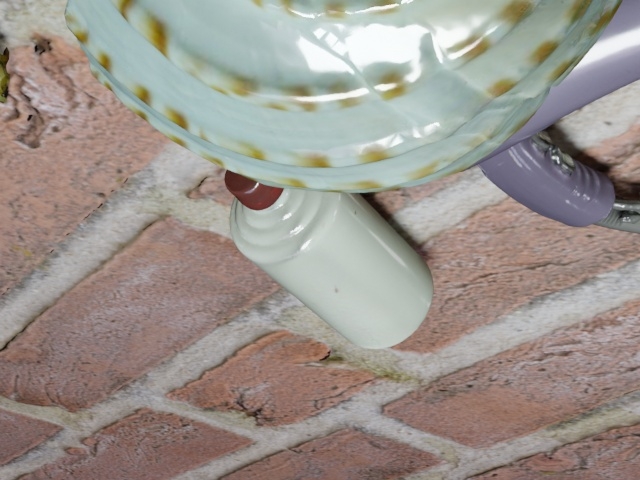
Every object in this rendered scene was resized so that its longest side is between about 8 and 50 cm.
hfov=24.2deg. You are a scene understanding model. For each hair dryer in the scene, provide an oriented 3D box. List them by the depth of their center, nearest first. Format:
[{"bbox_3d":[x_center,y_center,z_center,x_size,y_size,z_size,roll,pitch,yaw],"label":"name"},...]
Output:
[{"bbox_3d":[0.184,-0.080,1.059,0.301,0.121,0.361,-15,155,27],"label":"hair dryer"}]

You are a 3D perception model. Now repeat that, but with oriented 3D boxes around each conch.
[{"bbox_3d":[0.041,-0.138,0.758,0.303,0.215,0.319,-47,151,9],"label":"conch"}]

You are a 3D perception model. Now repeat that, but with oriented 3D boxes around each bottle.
[{"bbox_3d":[0.000,0.000,1.249,0.104,0.104,0.245,-6,150,30],"label":"bottle"}]

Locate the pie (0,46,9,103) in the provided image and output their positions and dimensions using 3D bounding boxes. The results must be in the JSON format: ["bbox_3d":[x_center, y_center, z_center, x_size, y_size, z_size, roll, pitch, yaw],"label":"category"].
[{"bbox_3d":[-0.405,-0.163,1.069,0.354,0.103,0.288,12,149,1],"label":"pie"}]
